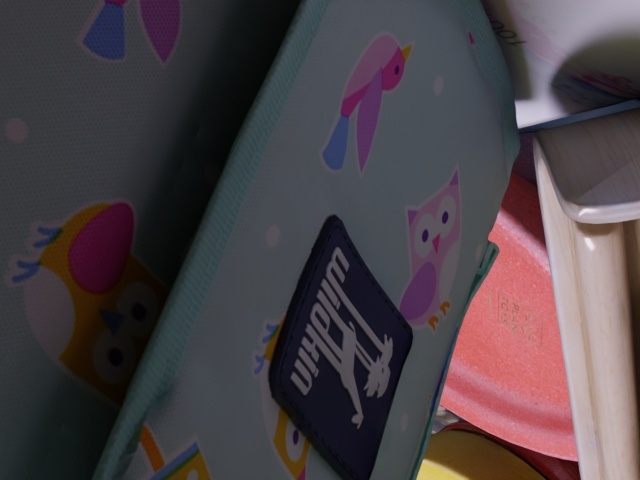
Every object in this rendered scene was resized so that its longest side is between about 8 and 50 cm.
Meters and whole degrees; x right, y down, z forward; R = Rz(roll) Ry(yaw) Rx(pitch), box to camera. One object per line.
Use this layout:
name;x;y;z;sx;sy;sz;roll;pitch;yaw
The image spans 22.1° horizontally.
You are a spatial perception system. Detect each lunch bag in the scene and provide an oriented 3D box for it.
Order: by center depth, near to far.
lunch bag;-0.075;0.001;0.380;0.262;0.223;0.160;31;152;-22

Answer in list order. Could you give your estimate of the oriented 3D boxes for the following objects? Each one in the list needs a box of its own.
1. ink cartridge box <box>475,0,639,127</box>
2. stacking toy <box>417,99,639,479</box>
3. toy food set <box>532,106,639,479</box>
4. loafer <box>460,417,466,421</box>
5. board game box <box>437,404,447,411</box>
ink cartridge box;0.028;-0.142;0.428;0.226;0.131;0.306;34;157;-28
stacking toy;0.063;0.014;0.758;0.279;0.130;0.309;38;151;21
toy food set;0.195;0.050;0.527;0.220;0.092;0.306;-13;143;4
loafer;0.188;0.142;1.011;0.223;0.076;0.078;24;155;18
board game box;0.000;0.000;0.903;0.317;0.046;0.213;31;156;-22
